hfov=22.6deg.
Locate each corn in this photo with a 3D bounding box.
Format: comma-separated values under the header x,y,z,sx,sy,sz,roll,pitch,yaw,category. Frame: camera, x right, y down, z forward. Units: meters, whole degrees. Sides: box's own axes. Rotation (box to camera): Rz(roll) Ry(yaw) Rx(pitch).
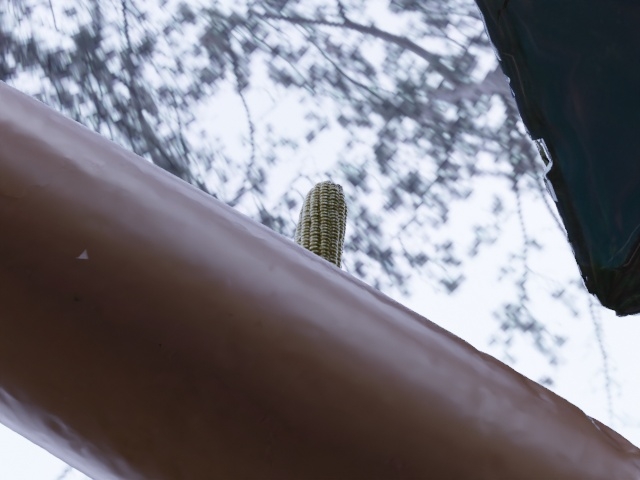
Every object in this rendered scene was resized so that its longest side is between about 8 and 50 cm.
x,y,z,sx,sy,sz,roll,pitch,yaw,category
0.000,0.000,1.078,0.037,0.092,0.037,6,-39,5,corn

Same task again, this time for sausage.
x,y,z,sx,sy,sz,roll,pitch,yaw,category
-0.027,0.037,0.441,0.289,0.086,0.086,31,-82,8,sausage

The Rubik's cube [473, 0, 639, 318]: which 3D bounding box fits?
x,y,z,sx,sy,sz,roll,pitch,yaw,category
0.259,-0.170,0.948,0.307,0.305,0.310,-18,-64,14,Rubik's cube
